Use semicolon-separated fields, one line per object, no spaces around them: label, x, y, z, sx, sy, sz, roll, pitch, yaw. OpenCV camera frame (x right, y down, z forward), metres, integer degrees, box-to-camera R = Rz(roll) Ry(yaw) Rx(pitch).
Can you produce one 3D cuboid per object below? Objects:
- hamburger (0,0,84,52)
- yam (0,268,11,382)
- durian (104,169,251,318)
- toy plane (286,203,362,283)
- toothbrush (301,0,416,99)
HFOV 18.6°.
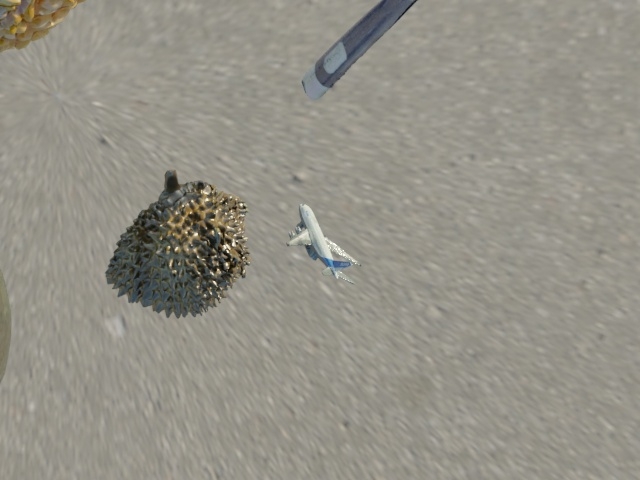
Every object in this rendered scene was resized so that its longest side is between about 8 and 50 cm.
hamburger;-0.266;-0.286;1.328;0.330;0.250;0.330;0;101;-2
yam;-0.116;0.052;0.236;0.081;0.356;0.081;1;101;6
durian;-0.082;0.007;1.289;0.110;0.140;0.071;-36;66;-20
toy plane;-0.001;0.003;1.505;0.078;0.084;0.024;16;116;-41
toothbrush;0.045;-0.142;1.177;0.026;0.288;0.024;-8;77;-25
